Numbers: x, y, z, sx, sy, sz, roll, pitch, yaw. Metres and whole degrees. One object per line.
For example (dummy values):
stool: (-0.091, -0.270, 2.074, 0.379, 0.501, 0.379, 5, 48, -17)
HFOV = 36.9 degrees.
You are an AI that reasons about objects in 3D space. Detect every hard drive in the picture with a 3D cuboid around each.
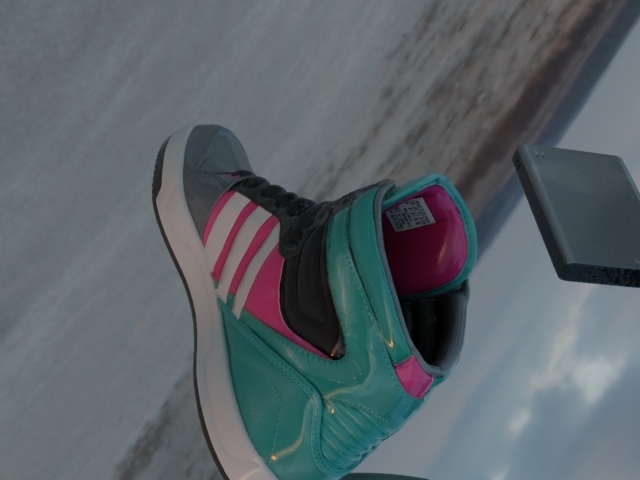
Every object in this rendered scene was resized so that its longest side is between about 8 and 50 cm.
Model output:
hard drive: (0.208, -0.019, 0.735, 0.135, 0.094, 0.022, -99, -159, -45)

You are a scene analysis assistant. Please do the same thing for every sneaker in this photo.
sneaker: (0.000, 0.000, 0.594, 0.178, 0.295, 0.124, -31, 140, 15)

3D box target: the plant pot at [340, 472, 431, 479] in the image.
plant pot: (0.059, 0.365, 1.114, 0.234, 0.165, 0.165, -24, -132, 34)
